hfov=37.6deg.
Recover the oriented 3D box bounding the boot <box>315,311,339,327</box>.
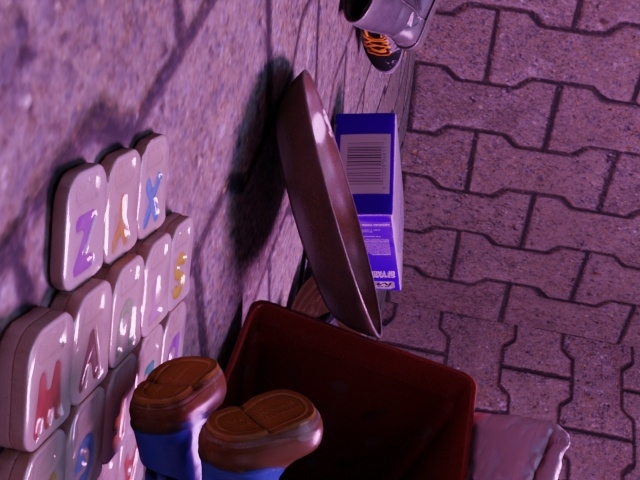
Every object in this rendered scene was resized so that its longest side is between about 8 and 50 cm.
[{"bbox_3d":[-0.004,0.283,1.258,0.118,0.223,0.338,-29,-150,50],"label":"boot"}]

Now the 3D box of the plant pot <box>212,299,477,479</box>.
[{"bbox_3d":[-0.007,0.271,1.019,0.267,0.267,0.236,-71,-179,-51],"label":"plant pot"}]

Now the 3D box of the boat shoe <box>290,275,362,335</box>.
[{"bbox_3d":[-0.021,0.220,1.394,0.123,0.123,0.342,148,-50,-66],"label":"boat shoe"}]

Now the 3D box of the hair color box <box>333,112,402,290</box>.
[{"bbox_3d":[0.084,-0.056,1.603,0.339,0.110,0.185,70,22,-65],"label":"hair color box"}]

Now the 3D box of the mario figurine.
[{"bbox_3d":[-0.059,0.241,0.672,0.198,0.170,0.320,-133,-137,-64],"label":"mario figurine"}]

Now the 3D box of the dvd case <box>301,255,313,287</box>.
[{"bbox_3d":[0.000,0.000,1.534,0.221,0.018,0.164,-55,154,-75],"label":"dvd case"}]

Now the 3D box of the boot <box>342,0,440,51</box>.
[{"bbox_3d":[0.113,-0.394,1.439,0.208,0.076,0.189,14,86,-55],"label":"boot"}]

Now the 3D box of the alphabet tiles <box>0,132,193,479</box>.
[{"bbox_3d":[-0.135,0.077,0.612,0.284,0.021,0.278,-57,156,-73],"label":"alphabet tiles"}]

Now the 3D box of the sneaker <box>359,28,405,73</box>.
[{"bbox_3d":[0.096,-0.359,1.576,0.215,0.084,0.083,75,26,-50],"label":"sneaker"}]

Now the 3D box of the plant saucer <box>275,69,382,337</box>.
[{"bbox_3d":[0.007,-0.035,1.056,0.310,0.050,0.310,-16,90,-85],"label":"plant saucer"}]

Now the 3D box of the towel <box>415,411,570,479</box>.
[{"bbox_3d":[0.124,0.331,1.006,0.317,0.053,0.332,-64,-171,-13],"label":"towel"}]
